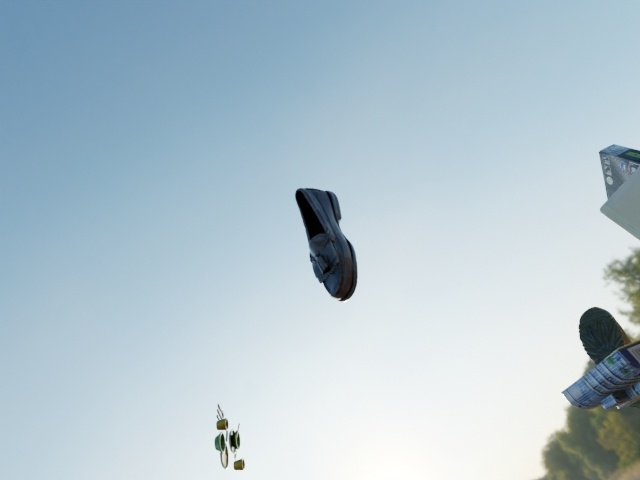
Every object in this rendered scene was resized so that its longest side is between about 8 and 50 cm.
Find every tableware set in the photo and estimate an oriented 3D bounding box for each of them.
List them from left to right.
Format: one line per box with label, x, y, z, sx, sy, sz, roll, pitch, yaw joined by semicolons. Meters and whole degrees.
tableware set;-0.174;0.399;0.881;0.024;0.104;0.154;-10;-53;0

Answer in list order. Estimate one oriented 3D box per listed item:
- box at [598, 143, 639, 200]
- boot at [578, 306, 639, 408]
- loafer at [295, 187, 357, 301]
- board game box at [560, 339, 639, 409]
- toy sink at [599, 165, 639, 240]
box;0.685;-0.098;0.948;0.045;0.190;0.184;-25;-64;0
boot;0.728;0.283;1.031;0.270;0.236;0.089;16;-40;-31
loafer;0.000;0.000;0.986;0.095;0.302;0.109;16;-48;-29
board game box;0.495;0.217;0.716;0.194;0.060;0.194;-12;-39;-21
toy sink;0.567;-0.013;0.646;0.153;0.234;0.131;9;-55;-40
